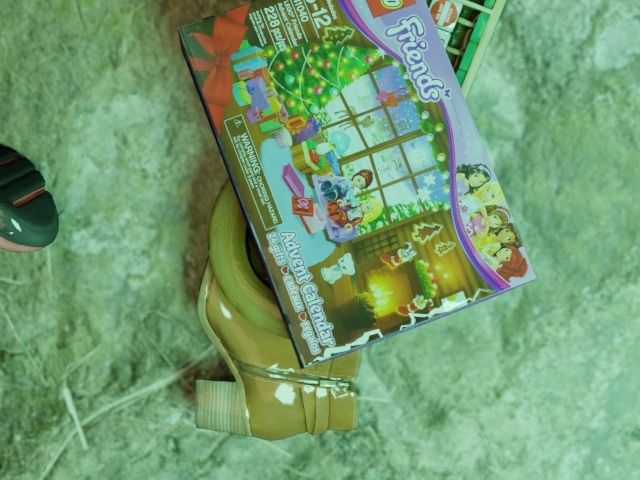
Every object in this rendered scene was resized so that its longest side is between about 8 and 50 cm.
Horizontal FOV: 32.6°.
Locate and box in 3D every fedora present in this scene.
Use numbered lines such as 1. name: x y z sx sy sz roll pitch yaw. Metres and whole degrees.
1. fedora: 0.000 0.000 0.953 0.194 0.079 0.194 0 83 -3

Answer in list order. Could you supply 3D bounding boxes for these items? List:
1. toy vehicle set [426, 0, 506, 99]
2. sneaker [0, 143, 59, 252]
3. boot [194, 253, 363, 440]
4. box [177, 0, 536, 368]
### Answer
1. toy vehicle set: 0.066 -0.188 0.968 0.166 0.035 0.267 22 99 5
2. sneaker: -0.386 -0.042 1.029 0.313 0.116 0.136 24 109 12
3. boot: -0.035 0.084 1.003 0.152 0.073 0.197 2 95 0
4. box: 0.027 -0.067 0.893 0.200 0.057 0.293 -21 84 -6
